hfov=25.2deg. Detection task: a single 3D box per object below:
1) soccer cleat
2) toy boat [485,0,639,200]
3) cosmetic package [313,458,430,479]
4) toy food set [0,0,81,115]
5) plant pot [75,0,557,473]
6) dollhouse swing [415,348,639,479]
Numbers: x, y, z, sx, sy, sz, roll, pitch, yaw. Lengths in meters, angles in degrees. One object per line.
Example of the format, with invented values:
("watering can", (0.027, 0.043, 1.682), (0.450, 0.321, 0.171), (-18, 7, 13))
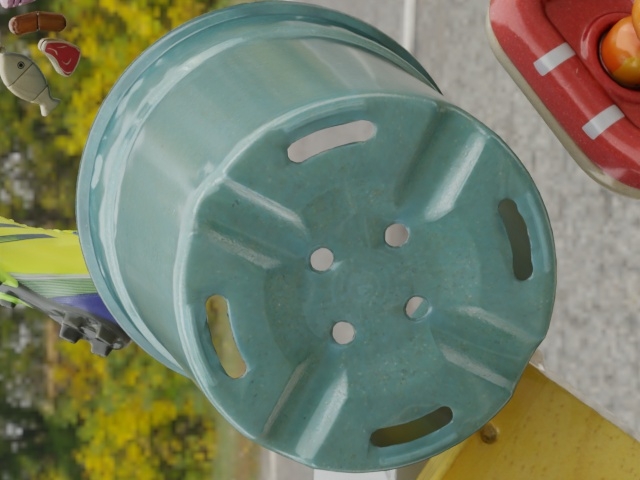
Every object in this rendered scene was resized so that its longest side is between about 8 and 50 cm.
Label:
("soccer cleat", (-0.325, 0.022, 1.658), (0.121, 0.289, 0.093), (-61, 4, -29))
("toy boat", (0.245, -0.146, 1.085), (0.231, 0.151, 0.151), (53, 153, 7))
("cosmetic package", (0.056, 0.300, 1.515), (0.127, 0.107, 0.237), (15, -106, -65))
("toy food set", (-0.220, -0.153, 1.058), (0.019, 0.122, 0.078), (27, 79, 49))
("plant pot", (0.000, 0.000, 1.063), (0.334, 0.341, 0.341), (-138, 49, -73))
("dollhouse swing", (0.226, 0.280, 1.190), (0.315, 0.347, 0.305), (-54, -1, -12))
